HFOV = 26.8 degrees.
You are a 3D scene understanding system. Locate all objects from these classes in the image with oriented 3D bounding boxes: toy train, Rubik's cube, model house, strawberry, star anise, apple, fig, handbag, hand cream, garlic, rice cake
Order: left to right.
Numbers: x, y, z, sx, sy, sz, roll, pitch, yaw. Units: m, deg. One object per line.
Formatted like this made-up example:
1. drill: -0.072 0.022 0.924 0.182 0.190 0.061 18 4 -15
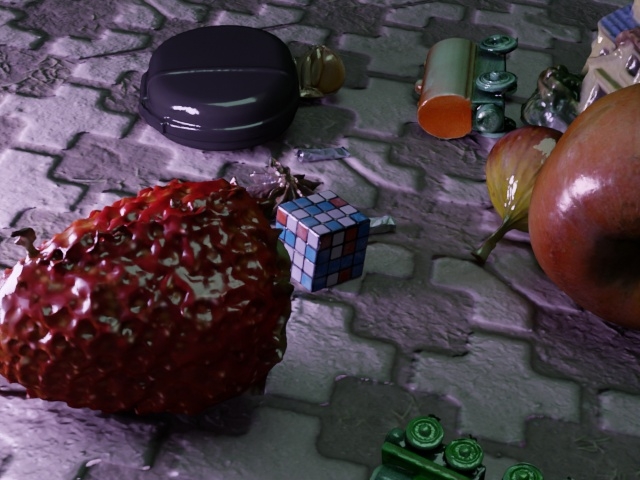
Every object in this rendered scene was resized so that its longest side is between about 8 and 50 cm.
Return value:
1. strawberry: -0.205 0.057 1.492 0.343 0.292 0.292 -2 34 -22
2. handbag: -0.160 -0.248 2.130 0.254 0.093 0.308 -2 34 -3
3. star anise: -0.053 -0.076 1.934 0.124 0.056 0.129 -5 50 -24
4. garlic: -0.014 -0.278 2.247 0.113 0.094 0.074 -2 -10 -1
5. Rubik's cube: 0.000 0.000 1.796 0.092 0.092 0.092 -19 41 -35
6. hand cream: 0.001 -0.134 2.083 0.093 0.019 0.030 -4 32 -31
7. rice cake: 0.051 -0.020 1.905 0.121 0.021 0.022 -5 44 -20
8. toy train: 0.246 -0.260 2.256 0.177 0.116 0.285 0 32 9
9. toy train: 0.166 0.278 1.417 0.251 0.085 0.119 20 49 24
10. fig: 0.297 -0.052 1.944 0.160 0.230 0.143 21 -9 19
11. model house: 0.496 -0.255 2.121 0.261 0.266 0.321 10 30 -26
12. apple: 0.451 -0.053 1.755 0.338 0.338 0.305 16 44 12
